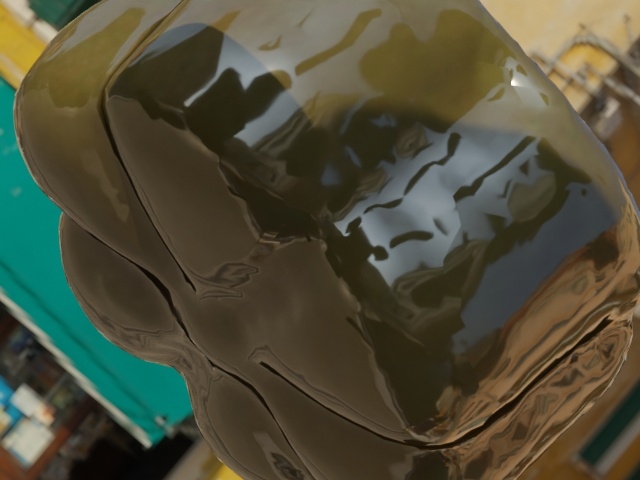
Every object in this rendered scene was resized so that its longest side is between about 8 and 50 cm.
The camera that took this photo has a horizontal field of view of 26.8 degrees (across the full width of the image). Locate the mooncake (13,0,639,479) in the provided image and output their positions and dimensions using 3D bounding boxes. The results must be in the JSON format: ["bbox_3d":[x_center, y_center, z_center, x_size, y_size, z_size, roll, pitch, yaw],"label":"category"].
[{"bbox_3d":[0.000,0.000,1.002,0.467,0.262,0.467,37,-28,24],"label":"mooncake"}]
